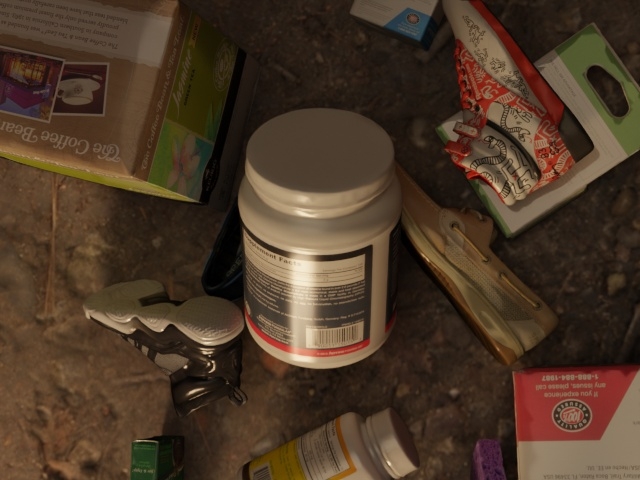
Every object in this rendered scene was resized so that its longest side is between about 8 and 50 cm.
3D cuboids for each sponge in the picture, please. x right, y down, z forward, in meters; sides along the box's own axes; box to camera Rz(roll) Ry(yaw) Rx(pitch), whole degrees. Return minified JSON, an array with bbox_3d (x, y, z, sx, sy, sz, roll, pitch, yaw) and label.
[{"bbox_3d":[0.206,0.348,1.474,0.031,0.117,0.210,-4,54,-2],"label":"sponge"}]

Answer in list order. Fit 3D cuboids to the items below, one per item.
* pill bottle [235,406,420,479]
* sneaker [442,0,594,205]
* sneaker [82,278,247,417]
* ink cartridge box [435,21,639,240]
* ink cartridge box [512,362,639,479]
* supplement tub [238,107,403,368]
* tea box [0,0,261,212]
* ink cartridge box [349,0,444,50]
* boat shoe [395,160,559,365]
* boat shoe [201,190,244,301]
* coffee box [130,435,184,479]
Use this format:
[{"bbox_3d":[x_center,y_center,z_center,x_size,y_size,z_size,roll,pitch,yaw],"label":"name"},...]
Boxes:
[{"bbox_3d":[0.011,0.291,1.575,0.215,0.117,0.117,-28,79,11],"label":"pill bottle"},{"bbox_3d":[0.192,-0.172,1.523,0.145,0.090,0.270,-38,80,6],"label":"sneaker"},{"bbox_3d":[-0.202,0.144,1.649,0.269,0.101,0.153,9,117,39],"label":"sneaker"},{"bbox_3d":[0.285,-0.133,1.570,0.235,0.056,0.171,-34,78,8],"label":"ink cartridge box"},{"bbox_3d":[0.376,0.333,1.451,0.279,0.160,0.384,-3,85,15],"label":"ink cartridge box"},{"bbox_3d":[0.000,0.000,1.506,0.191,0.191,0.272,14,131,16],"label":"supplement tub"},{"bbox_3d":[-0.292,-0.189,1.590,0.329,0.323,0.219,14,89,15],"label":"tea box"},{"bbox_3d":[0.124,-0.349,1.627,0.104,0.061,0.181,25,92,15],"label":"ink cartridge box"},{"bbox_3d":[0.173,0.010,1.567,0.098,0.109,0.302,-37,77,-3],"label":"boat shoe"},{"bbox_3d":[-0.066,-0.031,1.637,0.109,0.089,0.258,25,92,15],"label":"boat shoe"},{"bbox_3d":[-0.211,0.347,1.634,0.040,0.113,0.184,1,84,12],"label":"coffee box"}]
